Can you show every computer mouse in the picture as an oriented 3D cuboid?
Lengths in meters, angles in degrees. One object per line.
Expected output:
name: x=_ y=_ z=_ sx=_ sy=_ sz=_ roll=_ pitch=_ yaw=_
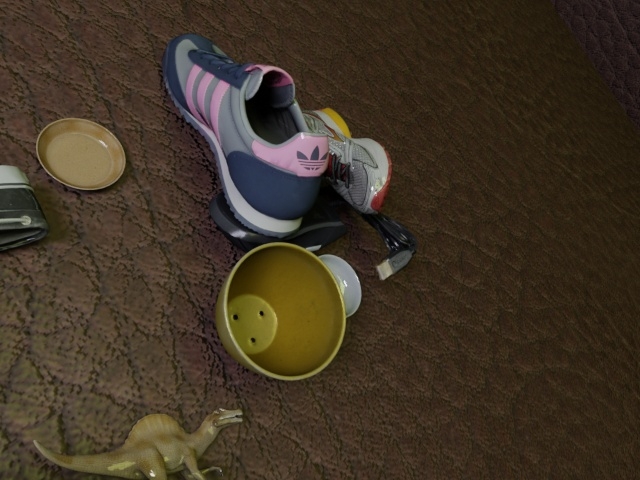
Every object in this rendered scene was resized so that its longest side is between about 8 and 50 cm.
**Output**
computer mouse: x=0.000 y=0.000 z=0.587 sx=0.184 sy=0.060 sz=0.262 roll=43 pitch=36 yaw=24

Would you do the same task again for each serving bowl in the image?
serving bowl: x=0.011 y=0.061 z=0.608 sx=0.083 sy=0.027 sz=0.083 roll=17 pitch=59 yaw=-30

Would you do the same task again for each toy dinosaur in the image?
toy dinosaur: x=-0.147 y=0.197 z=0.419 sx=0.183 sy=0.053 sz=0.092 roll=4 pitch=50 yaw=-43

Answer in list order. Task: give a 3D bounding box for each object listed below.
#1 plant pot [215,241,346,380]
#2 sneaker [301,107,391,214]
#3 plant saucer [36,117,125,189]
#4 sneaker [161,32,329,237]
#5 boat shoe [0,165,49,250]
plant pot: x=-0.055 y=0.080 z=0.501 sx=0.134 sy=0.095 sz=0.134 roll=14 pitch=64 yaw=-30
sneaker: x=0.009 y=-0.101 z=0.618 sx=0.093 sy=0.088 sz=0.225 roll=-7 pitch=36 yaw=-30
plant saucer: x=-0.247 y=-0.087 z=0.499 sx=0.083 sy=0.015 sz=0.083 roll=16 pitch=60 yaw=-30
sneaker: x=-0.082 y=-0.161 z=0.545 sx=0.112 sy=0.131 sz=0.319 roll=-10 pitch=56 yaw=-40
boat shoe: x=-0.322 y=0.000 z=0.359 sx=0.219 sy=0.078 sz=0.070 roll=-26 pitch=84 yaw=-43
